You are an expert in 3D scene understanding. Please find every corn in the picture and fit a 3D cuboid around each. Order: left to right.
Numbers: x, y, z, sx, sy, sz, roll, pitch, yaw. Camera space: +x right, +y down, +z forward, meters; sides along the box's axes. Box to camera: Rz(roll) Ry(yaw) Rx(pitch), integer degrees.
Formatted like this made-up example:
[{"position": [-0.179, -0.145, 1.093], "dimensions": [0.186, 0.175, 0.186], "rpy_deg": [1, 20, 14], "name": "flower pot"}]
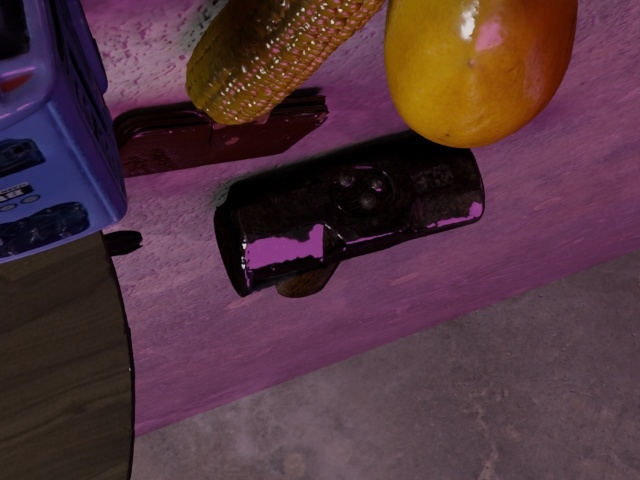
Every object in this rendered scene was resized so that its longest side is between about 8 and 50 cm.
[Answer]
[{"position": [-0.018, -0.126, 0.713], "dimensions": [0.068, 0.068, 0.207], "rpy_deg": [-12, 164, -34], "name": "corn"}]

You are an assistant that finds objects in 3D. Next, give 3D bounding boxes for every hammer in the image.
[{"position": [0.000, 0.000, 1.288], "dimensions": [0.242, 0.095, 0.409], "rpy_deg": [-18, 173, -13], "name": "hammer"}]

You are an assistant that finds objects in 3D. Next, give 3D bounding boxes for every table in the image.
[{"position": [-0.230, 0.125, 0.909], "dimensions": [0.317, 0.317, 0.249], "rpy_deg": [-21, 173, 3], "name": "table"}]

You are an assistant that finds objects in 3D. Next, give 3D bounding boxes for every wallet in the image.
[{"position": [-0.081, -0.074, 0.927], "dimensions": [0.176, 0.026, 0.095], "rpy_deg": [-10, 165, -37], "name": "wallet"}]

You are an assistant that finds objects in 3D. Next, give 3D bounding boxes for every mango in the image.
[{"position": [0.093, -0.126, 0.709], "dimensions": [0.112, 0.145, 0.219], "rpy_deg": [15, 179, 4], "name": "mango"}]

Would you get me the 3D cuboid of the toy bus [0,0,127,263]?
[{"position": [-0.160, -0.079, 0.531], "dimensions": [0.125, 0.133, 0.292], "rpy_deg": [-19, 168, -5], "name": "toy bus"}]
